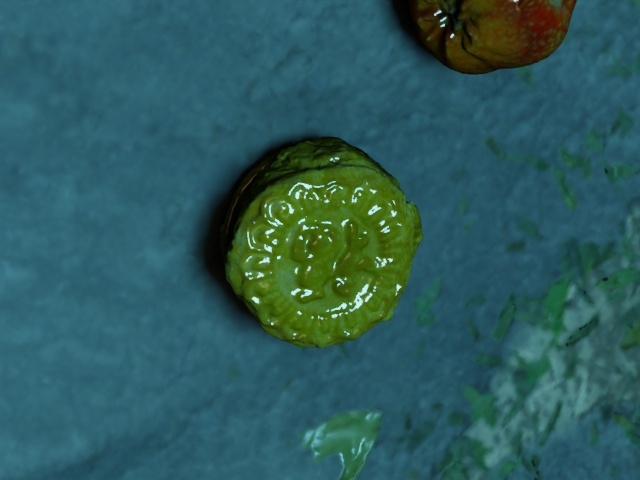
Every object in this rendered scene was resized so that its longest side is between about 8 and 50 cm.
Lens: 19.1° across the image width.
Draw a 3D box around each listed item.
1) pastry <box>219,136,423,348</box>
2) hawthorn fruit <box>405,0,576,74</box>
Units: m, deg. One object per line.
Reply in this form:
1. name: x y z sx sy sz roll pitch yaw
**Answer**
1. pastry: 0.000 0.000 0.935 0.109 0.057 0.097 -11 111 -18
2. hawthorn fruit: 0.087 -0.127 0.935 0.093 0.093 0.093 -5 104 -22
